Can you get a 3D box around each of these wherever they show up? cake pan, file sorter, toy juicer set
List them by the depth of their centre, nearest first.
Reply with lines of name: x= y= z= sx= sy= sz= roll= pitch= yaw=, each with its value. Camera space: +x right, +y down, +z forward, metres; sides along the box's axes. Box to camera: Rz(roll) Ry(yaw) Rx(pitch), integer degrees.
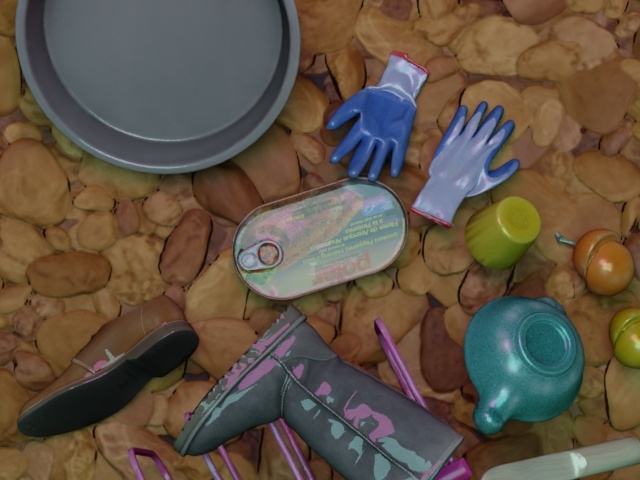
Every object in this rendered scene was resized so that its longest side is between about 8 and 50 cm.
file sorter: x=-0.022 y=0.222 z=1.553 sx=0.291 sy=0.202 sz=0.182 roll=-27 pitch=81 yaw=-2
toy juicer set: x=0.244 y=0.126 z=1.592 sx=0.209 sy=0.089 sz=0.329 roll=12 pitch=64 yaw=-17
cake pan: x=-0.165 y=-0.213 z=1.615 sx=0.293 sy=0.054 sz=0.293 roll=1 pitch=113 yaw=3

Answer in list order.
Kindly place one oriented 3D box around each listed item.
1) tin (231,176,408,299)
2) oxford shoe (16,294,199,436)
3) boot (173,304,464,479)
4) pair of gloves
tin: x=0.000 y=0.000 z=1.656 sx=0.190 sy=0.040 sz=0.106 roll=-17 pitch=80 yaw=-1
oxford shoe: x=-0.230 y=0.133 z=1.641 sx=0.212 sy=0.076 sz=0.076 roll=-33 pitch=54 yaw=0
boot: x=-0.003 y=0.184 z=1.428 sx=0.208 sy=0.076 sz=0.189 roll=43 pitch=86 yaw=3
pair of gloves: x=0.111 y=-0.105 z=1.653 sx=0.198 sy=0.023 sz=0.159 roll=29 pitch=71 yaw=5
